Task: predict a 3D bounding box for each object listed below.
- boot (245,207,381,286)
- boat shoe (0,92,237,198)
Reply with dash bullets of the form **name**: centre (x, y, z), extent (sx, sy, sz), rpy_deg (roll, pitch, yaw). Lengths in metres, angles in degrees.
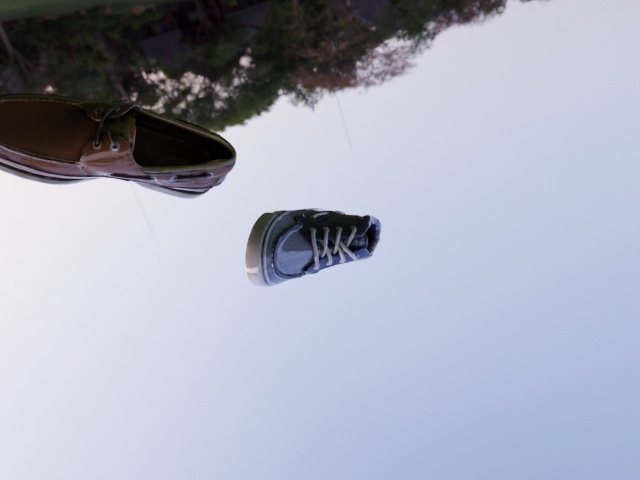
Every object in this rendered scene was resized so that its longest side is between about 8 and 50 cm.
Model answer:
- **boot**: centre (0.000, 0.000, 0.606), extent (0.086, 0.069, 0.190), rpy_deg (2, -166, 18)
- **boat shoe**: centre (-0.249, -0.125, 0.745), extent (0.307, 0.111, 0.104), rpy_deg (4, 166, -36)
